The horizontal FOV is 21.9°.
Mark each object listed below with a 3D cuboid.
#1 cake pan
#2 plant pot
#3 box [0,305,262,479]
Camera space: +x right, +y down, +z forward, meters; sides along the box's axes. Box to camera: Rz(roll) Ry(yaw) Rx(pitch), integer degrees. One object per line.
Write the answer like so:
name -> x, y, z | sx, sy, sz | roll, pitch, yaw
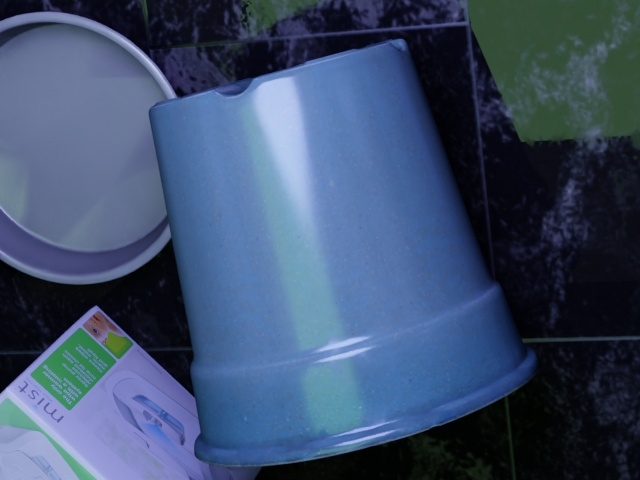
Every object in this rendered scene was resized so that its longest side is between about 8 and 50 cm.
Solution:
cake pan -> -0.264, -0.099, 1.739 | 0.293, 0.054, 0.293 | 5, 110, 14
plant pot -> 0.000, 0.000, 1.568 | 0.341, 0.341, 0.334 | -14, 96, 20
box -> -0.223, 0.234, 1.746 | 0.262, 0.231, 0.127 | 44, 114, -1
